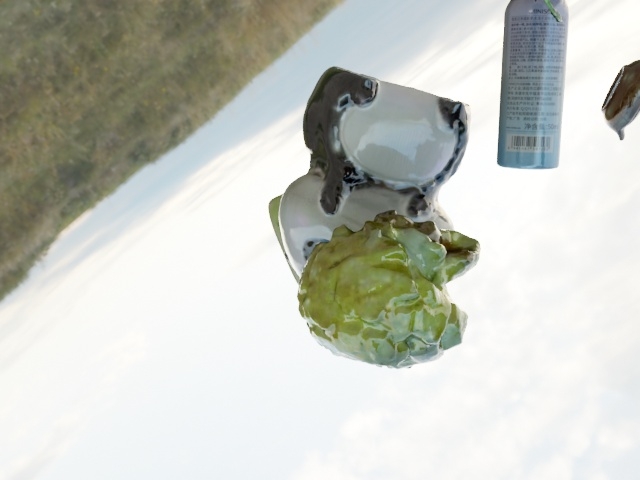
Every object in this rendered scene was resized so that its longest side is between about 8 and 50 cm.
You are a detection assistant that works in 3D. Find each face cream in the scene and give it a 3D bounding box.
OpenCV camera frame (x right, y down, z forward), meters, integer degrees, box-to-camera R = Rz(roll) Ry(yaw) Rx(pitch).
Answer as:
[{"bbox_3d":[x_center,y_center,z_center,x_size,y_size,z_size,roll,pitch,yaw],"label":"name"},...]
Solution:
[{"bbox_3d":[0.246,-0.199,0.911,0.075,0.230,0.075,1,-169,0],"label":"face cream"}]

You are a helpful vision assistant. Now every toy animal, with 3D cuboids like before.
[{"bbox_3d":[0.071,-0.061,1.073,0.251,0.250,0.310,-110,-145,-76],"label":"toy animal"}]

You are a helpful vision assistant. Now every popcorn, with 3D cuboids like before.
[{"bbox_3d":[0.083,0.051,0.881,0.212,0.198,0.198,-44,-167,-1],"label":"popcorn"}]

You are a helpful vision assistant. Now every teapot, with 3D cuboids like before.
[{"bbox_3d":[0.498,-0.222,1.255,0.098,0.078,0.129,-52,165,-66],"label":"teapot"}]

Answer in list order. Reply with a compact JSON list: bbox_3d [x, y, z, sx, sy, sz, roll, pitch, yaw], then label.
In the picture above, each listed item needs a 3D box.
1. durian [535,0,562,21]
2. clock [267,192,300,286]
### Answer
[{"bbox_3d":[0.210,-0.346,0.685,0.132,0.375,0.107,-19,-138,-11],"label":"durian"},{"bbox_3d":[0.000,0.000,1.288,0.069,0.170,0.232,-25,175,16],"label":"clock"}]
